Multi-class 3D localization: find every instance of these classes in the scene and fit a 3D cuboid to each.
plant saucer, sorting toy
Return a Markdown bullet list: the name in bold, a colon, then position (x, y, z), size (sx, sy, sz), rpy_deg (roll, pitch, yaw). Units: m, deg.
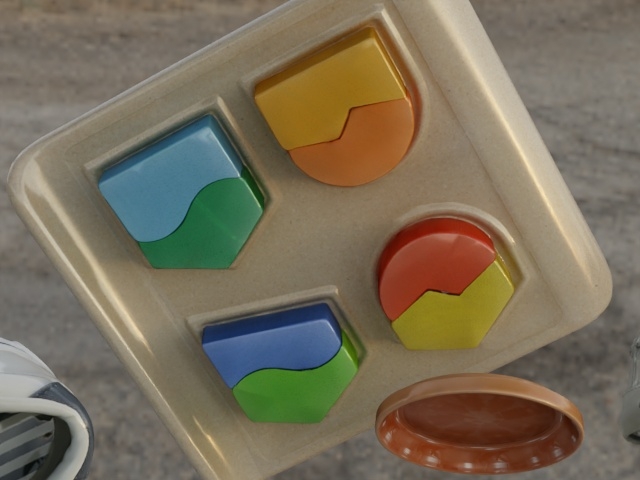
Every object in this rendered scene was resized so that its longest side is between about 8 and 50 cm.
- **plant saucer**: position (0.064, 0.073, 0.590), size (0.083, 0.083, 0.013), rpy_deg (5, 60, -2)
- **sorting toy**: position (0.000, 0.000, 0.630), size (0.208, 0.193, 0.038), rpy_deg (-29, 21, 7)

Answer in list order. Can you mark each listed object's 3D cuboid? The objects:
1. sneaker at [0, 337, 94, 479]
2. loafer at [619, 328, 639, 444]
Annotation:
- **sneaker**: position (-0.190, 0.104, 0.463), size (0.258, 0.094, 0.091), rpy_deg (-33, 12, -25)
- **loafer**: position (0.277, 0.089, 0.689), size (0.112, 0.111, 0.319), rpy_deg (35, -14, -32)
